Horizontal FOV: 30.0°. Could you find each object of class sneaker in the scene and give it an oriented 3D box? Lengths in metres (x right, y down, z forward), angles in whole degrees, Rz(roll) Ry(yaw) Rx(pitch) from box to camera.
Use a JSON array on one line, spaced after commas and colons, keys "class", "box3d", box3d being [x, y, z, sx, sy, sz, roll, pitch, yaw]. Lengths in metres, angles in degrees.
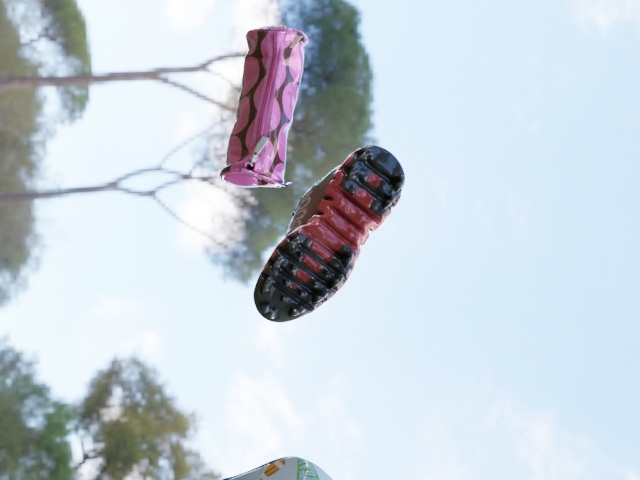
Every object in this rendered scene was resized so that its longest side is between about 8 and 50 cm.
[{"class": "sneaker", "box3d": [0.000, 0.000, 1.548, 0.276, 0.098, 0.135, -54, -169, -22]}]

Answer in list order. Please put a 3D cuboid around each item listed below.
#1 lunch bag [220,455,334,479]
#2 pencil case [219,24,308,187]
[{"class": "lunch bag", "box3d": [-0.058, 0.404, 1.470, 0.303, 0.243, 0.115, -28, -158, 31]}, {"class": "pencil case", "box3d": [-0.068, -0.169, 1.502, 0.098, 0.095, 0.209, 46, 51, -77]}]
